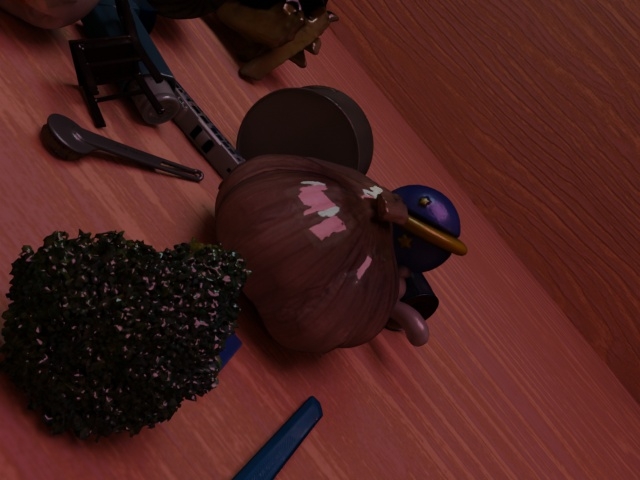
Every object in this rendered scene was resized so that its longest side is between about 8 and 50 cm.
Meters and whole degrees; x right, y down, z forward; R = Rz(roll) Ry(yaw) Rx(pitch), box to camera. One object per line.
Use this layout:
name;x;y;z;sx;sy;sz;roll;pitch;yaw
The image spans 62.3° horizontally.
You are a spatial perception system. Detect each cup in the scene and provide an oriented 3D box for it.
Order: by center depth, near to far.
cup;0.148;0.101;1.060;0.114;0.150;0.138;-5;49;-21

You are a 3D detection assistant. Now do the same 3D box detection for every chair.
chair;-0.307;-0.275;0.758;0.102;0.084;0.212;-20;70;-24

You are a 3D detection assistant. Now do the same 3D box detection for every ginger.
ginger;-0.139;-0.562;1.432;0.413;0.359;0.211;-65;157;-64

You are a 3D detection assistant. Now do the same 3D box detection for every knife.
knife;-0.055;0.242;0.571;0.044;0.026;0.297;56;21;6

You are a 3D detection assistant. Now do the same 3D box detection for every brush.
brush;-0.262;-0.115;0.743;0.266;0.027;0.062;14;42;-59

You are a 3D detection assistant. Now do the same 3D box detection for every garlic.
garlic;-0.012;0.011;0.766;0.322;0.241;0.321;18;39;-15

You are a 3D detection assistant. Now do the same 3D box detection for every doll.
doll;0.112;-0.001;0.952;0.311;0.242;0.160;29;22;21

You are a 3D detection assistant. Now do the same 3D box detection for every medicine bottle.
medicine bottle;-0.301;-0.306;0.872;0.124;0.079;0.258;-6;60;-52

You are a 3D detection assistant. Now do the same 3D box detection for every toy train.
toy train;-0.215;-0.200;0.916;0.207;0.043;0.047;50;23;0

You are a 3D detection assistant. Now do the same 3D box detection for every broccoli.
broccoli;-0.171;0.061;0.491;0.194;0.220;0.194;156;-90;-82

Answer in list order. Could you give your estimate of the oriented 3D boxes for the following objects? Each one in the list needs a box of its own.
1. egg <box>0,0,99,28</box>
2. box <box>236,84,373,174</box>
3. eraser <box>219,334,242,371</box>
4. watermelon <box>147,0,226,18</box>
egg;-0.378;-0.417;0.736;0.183;0.183;0.217;32;68;-35
box;-0.023;-0.169;0.981;0.226;0.226;0.149;49;23;-3
eraser;-0.133;0.121;0.606;0.063;0.027;0.084;49;23;-4
watermelon;-0.310;-0.618;1.072;0.279;0.279;0.359;13;43;-54
